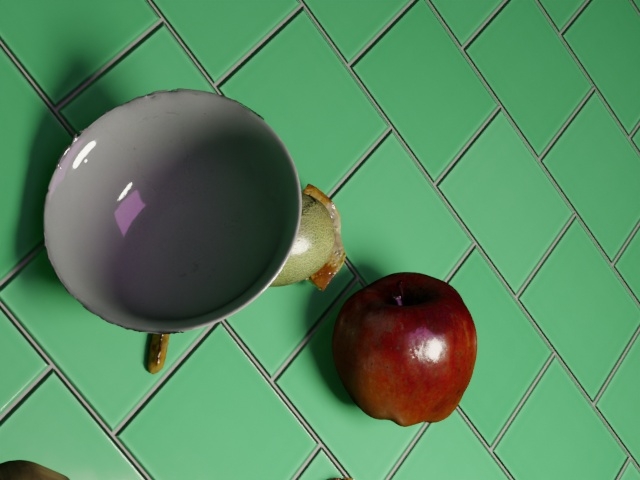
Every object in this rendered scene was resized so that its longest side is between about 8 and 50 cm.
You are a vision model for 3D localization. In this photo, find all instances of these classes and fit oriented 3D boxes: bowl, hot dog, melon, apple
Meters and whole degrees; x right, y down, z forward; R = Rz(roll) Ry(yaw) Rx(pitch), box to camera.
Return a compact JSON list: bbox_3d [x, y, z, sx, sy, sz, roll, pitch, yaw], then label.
[{"bbox_3d":[-0.185,-0.017,1.854,0.157,0.346,0.345,69,24,-69],"label":"bowl"},{"bbox_3d":[-0.001,0.000,2.094,0.078,0.061,0.169,-4,75,3],"label":"hot dog"},{"bbox_3d":[-0.058,-0.004,1.995,0.192,0.139,0.139,-13,85,-24],"label":"melon"},{"bbox_3d":[0.126,0.162,2.061,0.234,0.234,0.234,12,70,-36],"label":"apple"}]

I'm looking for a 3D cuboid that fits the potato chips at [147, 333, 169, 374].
[{"bbox_3d":[-0.209,0.088,1.925,0.037,0.026,0.204,38,54,-41],"label":"potato chips"}]

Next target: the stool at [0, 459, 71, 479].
[{"bbox_3d":[-0.439,0.303,1.575,0.264,0.179,0.179,31,60,-28],"label":"stool"}]

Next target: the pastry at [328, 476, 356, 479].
[{"bbox_3d":[0.050,0.429,2.012,0.087,0.063,0.169,-13,85,-43],"label":"pastry"}]
